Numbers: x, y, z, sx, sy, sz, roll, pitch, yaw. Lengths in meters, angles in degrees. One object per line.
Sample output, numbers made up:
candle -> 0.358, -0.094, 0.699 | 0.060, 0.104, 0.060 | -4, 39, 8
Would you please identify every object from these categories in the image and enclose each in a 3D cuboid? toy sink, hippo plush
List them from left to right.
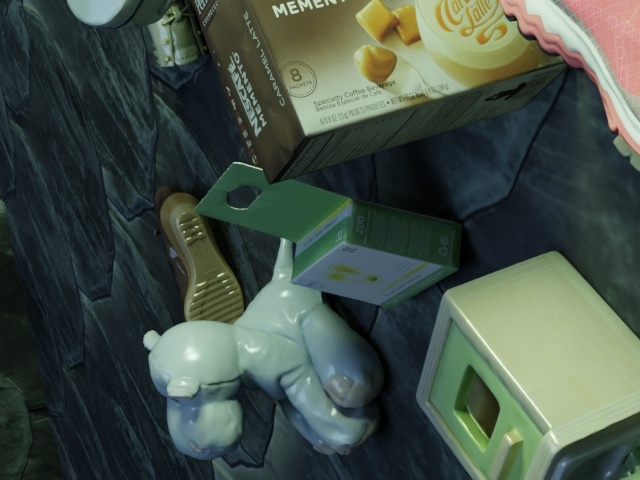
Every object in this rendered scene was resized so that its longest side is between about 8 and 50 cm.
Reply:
hippo plush -> -0.075, 0.160, 1.450 | 0.234, 0.236, 0.294 | 35, 137, 53
toy sink -> 0.196, 0.153, 1.000 | 0.234, 0.131, 0.153 | 54, 151, 34

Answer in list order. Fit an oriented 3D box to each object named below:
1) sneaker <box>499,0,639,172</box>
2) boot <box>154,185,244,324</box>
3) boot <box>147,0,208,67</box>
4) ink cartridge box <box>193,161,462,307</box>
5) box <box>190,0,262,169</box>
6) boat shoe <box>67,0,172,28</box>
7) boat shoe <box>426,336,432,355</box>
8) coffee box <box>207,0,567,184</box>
sneaker -> 0.223, -0.143, 0.761 | 0.314, 0.116, 0.136 | 53, 148, 37
boot -> -0.188, 0.041, 1.831 | 0.207, 0.090, 0.249 | -148, 43, -72
boot -> -0.188, -0.309, 1.564 | 0.213, 0.077, 0.165 | -166, 62, -68
ink cartridge box -> 0.000, 0.000, 1.202 | 0.171, 0.235, 0.056 | 142, 139, -65
box -> 0.003, -0.189, 1.129 | 0.203, 0.167, 0.168 | 69, 156, 6
boat shoe -> -0.140, -0.394, 1.331 | 0.136, 0.156, 0.367 | 36, 111, 23
boat shoe -> 0.136, 0.107, 1.194 | 0.153, 0.048, 0.056 | -33, 76, 65
coffee box -> 0.054, -0.154, 0.949 | 0.141, 0.246, 0.098 | 67, 155, 11
